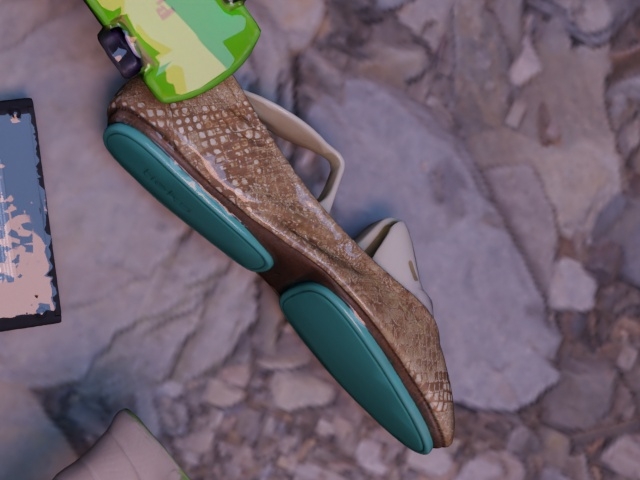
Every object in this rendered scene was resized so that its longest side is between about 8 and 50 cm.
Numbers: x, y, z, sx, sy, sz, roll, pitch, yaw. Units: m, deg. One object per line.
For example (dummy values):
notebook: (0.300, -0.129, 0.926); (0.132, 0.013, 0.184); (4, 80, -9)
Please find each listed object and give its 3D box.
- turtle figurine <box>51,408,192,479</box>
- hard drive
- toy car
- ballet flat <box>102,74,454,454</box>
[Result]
turtle figurine: (-0.127, 0.209, 0.654); (0.266, 0.275, 0.198); (-38, 128, -15)
hard drive: (-0.179, -0.004, 0.719); (0.135, 0.022, 0.094); (-8, 96, -14)
toy car: (-0.107, -0.151, 0.670); (0.239, 0.053, 0.225); (-36, 105, -3)
ballet flat: (0.000, 0.000, 0.744); (0.206, 0.073, 0.067); (48, 68, -16)
